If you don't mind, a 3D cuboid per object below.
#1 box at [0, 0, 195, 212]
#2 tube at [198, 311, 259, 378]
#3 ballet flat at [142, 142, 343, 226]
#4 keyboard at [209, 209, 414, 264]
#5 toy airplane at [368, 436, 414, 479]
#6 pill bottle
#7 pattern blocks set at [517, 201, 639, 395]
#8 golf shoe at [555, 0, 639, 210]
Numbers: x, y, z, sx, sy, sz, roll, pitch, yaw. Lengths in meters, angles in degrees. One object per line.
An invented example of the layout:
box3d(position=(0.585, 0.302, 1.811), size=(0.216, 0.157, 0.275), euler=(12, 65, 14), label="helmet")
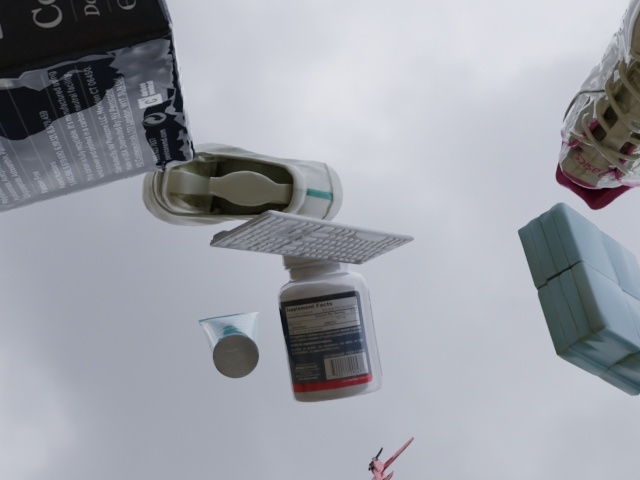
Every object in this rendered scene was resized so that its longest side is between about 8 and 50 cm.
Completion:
box3d(position=(-0.411, -0.270, 1.011), size=(0.297, 0.471, 0.480), euler=(96, -24, -71), label="box")
box3d(position=(-0.107, 0.116, 1.318), size=(0.207, 0.080, 0.052), euler=(-132, -140, -79), label="tube")
box3d(position=(-0.155, -0.087, 1.683), size=(0.400, 0.139, 0.139), euler=(5, -69, 33), label="ballet flat")
box3d(position=(0.000, 0.000, 1.032), size=(0.072, 0.256, 0.014), euler=(-20, -105, 30), label="keyboard")
box3d(position=(0.087, 0.358, 1.632), size=(0.028, 0.151, 0.151), euler=(38, -46, -11), label="toy airplane")
box3d(position=(0.007, 0.089, 1.245), size=(0.108, 0.108, 0.180), euler=(-12, -95, 44), label="pill bottle")
box3d(position=(0.189, 0.111, 0.376), size=(0.026, 0.324, 0.286), euler=(-35, -123, 30), label="pattern blocks set")
box3d(position=(0.237, -0.098, 0.761), size=(0.115, 0.306, 0.140), euler=(39, -94, 13), label="golf shoe")
